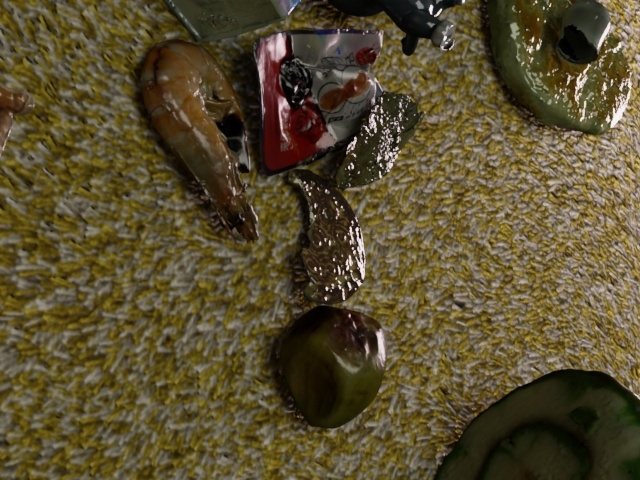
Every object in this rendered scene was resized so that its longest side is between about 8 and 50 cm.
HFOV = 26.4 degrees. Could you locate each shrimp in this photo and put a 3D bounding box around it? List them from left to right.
[{"bbox_3d":[-0.139,-0.135,1.794,0.152,0.063,0.287,-44,112,-48],"label":"shrimp"}]

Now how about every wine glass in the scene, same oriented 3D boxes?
[{"bbox_3d":[0.439,-0.378,2.211,0.079,0.079,0.195,39,58,-30],"label":"wine glass"}]

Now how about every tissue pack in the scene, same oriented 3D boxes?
[{"bbox_3d":[-0.070,-0.401,1.791,0.146,0.198,0.263,53,55,-26],"label":"tissue pack"}]

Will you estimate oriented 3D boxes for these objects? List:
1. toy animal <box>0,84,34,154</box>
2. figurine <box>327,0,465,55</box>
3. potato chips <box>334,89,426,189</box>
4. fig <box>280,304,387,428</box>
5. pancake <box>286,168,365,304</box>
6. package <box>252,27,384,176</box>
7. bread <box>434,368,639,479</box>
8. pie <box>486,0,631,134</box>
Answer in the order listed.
[{"bbox_3d":[-0.441,-0.132,1.504,0.185,0.104,0.183,35,70,-37],"label":"toy animal"},{"bbox_3d":[0.103,-0.349,1.918,0.193,0.140,0.265,-21,64,-44],"label":"figurine"},{"bbox_3d":[0.085,-0.148,1.977,0.209,0.026,0.142,-20,124,-49],"label":"potato chips"},{"bbox_3d":[0.017,0.172,1.840,0.154,0.144,0.165,20,77,-76],"label":"fig"},{"bbox_3d":[0.000,0.000,1.893,0.184,0.020,0.190,47,43,-26],"label":"pancake"},{"bbox_3d":[0.003,-0.211,1.919,0.269,0.071,0.194,-22,107,-37],"label":"package"},{"bbox_3d":[0.321,0.364,1.919,0.129,0.366,0.382,39,82,-31],"label":"bread"},{"bbox_3d":[0.392,-0.340,2.266,0.296,0.078,0.371,-27,101,-40],"label":"pie"}]
